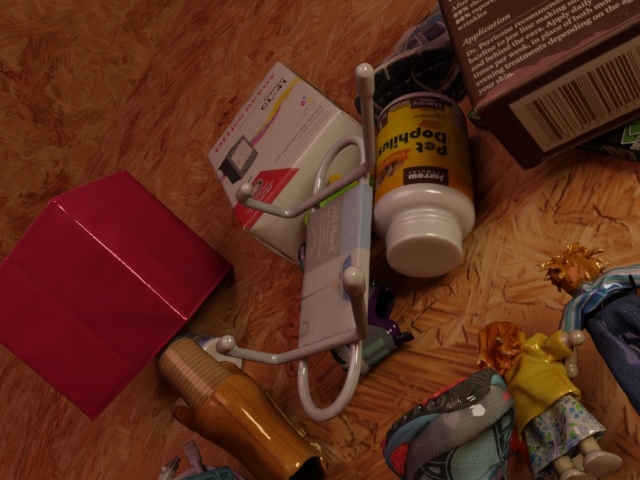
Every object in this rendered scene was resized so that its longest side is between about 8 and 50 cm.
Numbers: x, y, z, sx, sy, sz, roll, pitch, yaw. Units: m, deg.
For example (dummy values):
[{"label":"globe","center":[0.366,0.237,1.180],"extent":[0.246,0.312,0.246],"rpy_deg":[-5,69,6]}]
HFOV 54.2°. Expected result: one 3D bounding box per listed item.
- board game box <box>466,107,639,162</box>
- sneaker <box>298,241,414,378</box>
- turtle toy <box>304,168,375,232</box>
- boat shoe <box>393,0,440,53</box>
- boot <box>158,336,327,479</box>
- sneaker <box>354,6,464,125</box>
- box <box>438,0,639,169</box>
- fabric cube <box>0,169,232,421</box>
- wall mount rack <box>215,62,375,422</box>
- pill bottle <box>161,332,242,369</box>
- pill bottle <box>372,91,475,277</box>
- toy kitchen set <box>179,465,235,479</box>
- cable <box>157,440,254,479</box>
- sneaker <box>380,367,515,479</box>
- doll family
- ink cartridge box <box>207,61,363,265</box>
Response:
[{"label":"board game box","center":[0.289,-0.171,0.700],"extent":[0.136,0.030,0.259],"rpy_deg":[-56,33,-1]},{"label":"sneaker","center":[0.044,0.068,0.792],"extent":[0.098,0.083,0.224],"rpy_deg":[-30,45,7]},{"label":"turtle toy","center":[0.038,-0.042,0.867],"extent":[0.130,0.066,0.095],"rpy_deg":[-9,48,14]},{"label":"boat shoe","center":[0.169,-0.325,0.975],"extent":[0.137,0.049,0.043],"rpy_deg":[-48,-9,18]},{"label":"boot","center":[-0.084,0.237,0.752],"extent":[0.211,0.295,0.104],"rpy_deg":[41,72,19]},{"label":"sneaker","center":[0.172,-0.265,0.882],"extent":[0.283,0.110,0.122],"rpy_deg":[-32,31,21]},{"label":"box","center":[0.225,-0.285,0.660],"extent":[0.191,0.143,0.382],"rpy_deg":[-26,56,28]},{"label":"fabric cube","center":[-0.347,0.078,1.031],"extent":[0.259,0.258,0.254],"rpy_deg":[-46,7,16]},{"label":"wall mount rack","center":[0.000,0.000,0.661],"extent":[0.304,0.130,0.350],"rpy_deg":[-31,49,51]},{"label":"pill bottle","center":[-0.189,0.185,0.974],"extent":[0.137,0.078,0.078],"rpy_deg":[-4,59,51]},{"label":"pill bottle","center":[0.121,-0.067,0.746],"extent":[0.117,0.117,0.215],"rpy_deg":[-28,43,37]},{"label":"toy kitchen set","center":[-0.033,0.298,0.587],"extent":[0.166,0.122,0.207],"rpy_deg":[-27,73,4]},{"label":"cable","center":[-0.143,0.398,0.725],"extent":[0.257,0.089,0.257],"rpy_deg":[16,76,55]},{"label":"sneaker","center":[0.120,0.201,0.454],"extent":[0.104,0.262,0.125],"rpy_deg":[-24,44,-17]},{"label":"doll family","center":[0.214,0.088,0.492],"extent":[0.263,0.118,0.163],"rpy_deg":[-45,34,18]},{"label":"ink cartridge box","center":[-0.049,-0.136,1.018],"extent":[0.226,0.131,0.306],"rpy_deg":[-51,35,10]}]
